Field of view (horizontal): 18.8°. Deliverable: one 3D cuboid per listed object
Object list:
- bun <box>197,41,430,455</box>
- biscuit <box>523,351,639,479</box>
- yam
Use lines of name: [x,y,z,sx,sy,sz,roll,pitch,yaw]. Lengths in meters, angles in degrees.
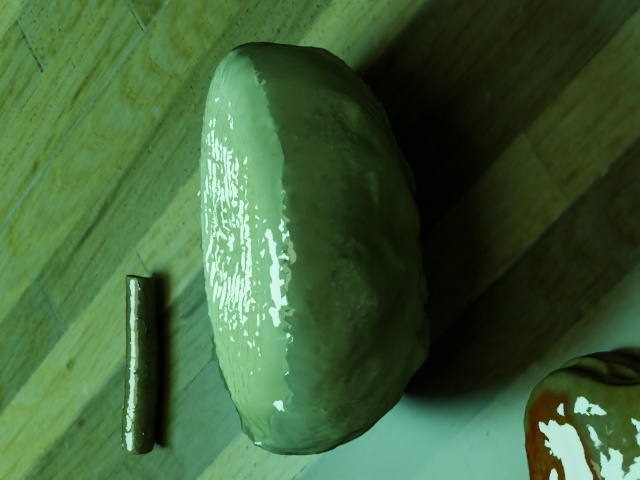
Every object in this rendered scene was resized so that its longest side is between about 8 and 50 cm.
bun: [0.000,0.000,1.327,0.287,0.146,0.287,172,90,-75]
biscuit: [0.288,0.143,1.111,0.394,0.076,0.368,-36,69,41]
yam: [-0.146,0.100,1.573,0.032,0.032,0.145,8,99,45]
